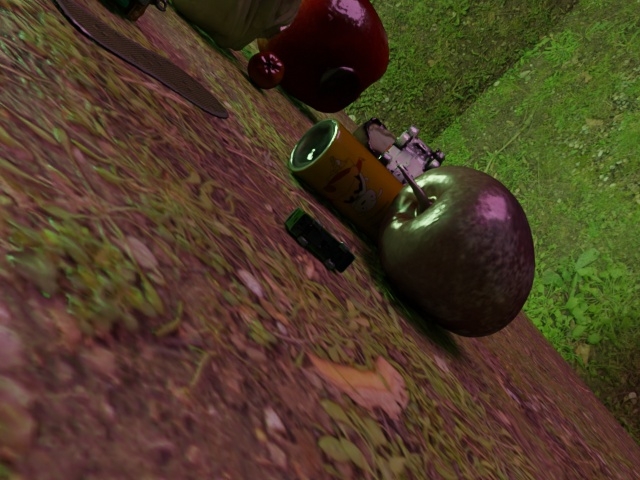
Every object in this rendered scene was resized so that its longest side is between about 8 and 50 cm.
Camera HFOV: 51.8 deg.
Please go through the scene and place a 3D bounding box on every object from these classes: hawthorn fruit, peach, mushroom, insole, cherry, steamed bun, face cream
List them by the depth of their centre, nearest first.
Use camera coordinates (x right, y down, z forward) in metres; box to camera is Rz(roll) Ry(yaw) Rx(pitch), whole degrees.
[{"bbox_3d":[-0.198,-0.211,0.798,0.109,0.007,0.322,50,11,21],"label":"insole"},{"bbox_3d":[0.190,0.005,0.928,0.285,0.213,0.236,56,31,-16],"label":"cherry"},{"bbox_3d":[0.104,-0.048,1.070,0.349,0.105,0.105,40,13,-31],"label":"face cream"},{"bbox_3d":[-0.155,-0.554,1.410,0.275,0.206,0.320,51,44,-38],"label":"steamed bun"},{"bbox_3d":[-0.121,-0.364,1.433,0.081,0.081,0.093,45,-18,-6],"label":"hawthorn fruit"},{"bbox_3d":[0.163,-0.122,1.511,0.344,0.130,0.247,33,42,-38],"label":"mushroom"},{"bbox_3d":[0.013,-0.534,1.834,0.406,0.335,0.310,42,32,-46],"label":"peach"}]

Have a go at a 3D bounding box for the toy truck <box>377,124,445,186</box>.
[{"bbox_3d":[0.144,-0.126,1.261,0.114,0.135,0.270,43,38,0],"label":"toy truck"}]

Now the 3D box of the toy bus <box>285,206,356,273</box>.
[{"bbox_3d":[0.000,0.000,0.725,0.083,0.031,0.037,41,3,-26],"label":"toy bus"}]

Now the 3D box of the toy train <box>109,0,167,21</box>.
[{"bbox_3d":[-0.289,-0.380,0.843,0.228,0.091,0.136,35,6,-45],"label":"toy train"}]
